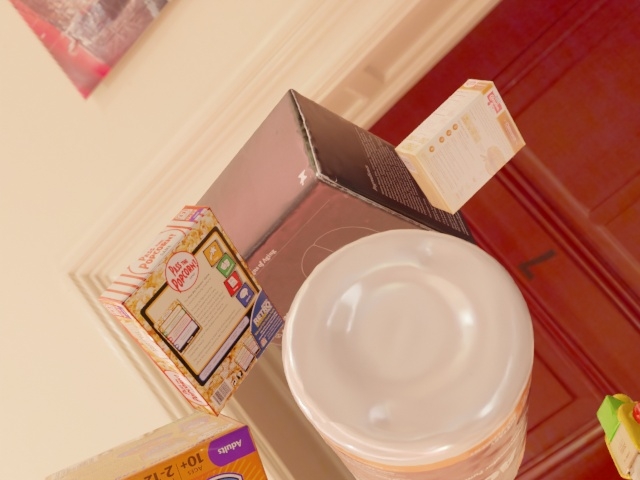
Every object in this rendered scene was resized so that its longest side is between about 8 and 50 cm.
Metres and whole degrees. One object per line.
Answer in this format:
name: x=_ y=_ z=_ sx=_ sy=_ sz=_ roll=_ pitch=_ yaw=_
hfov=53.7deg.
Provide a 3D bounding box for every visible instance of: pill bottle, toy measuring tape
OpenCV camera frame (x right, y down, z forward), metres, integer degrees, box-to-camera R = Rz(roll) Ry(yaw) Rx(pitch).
pill bottle: x=0.115 y=0.180 z=0.705 sx=0.224 sy=0.224 sz=0.392 roll=61 pitch=177 yaw=36
toy measuring tape: x=0.528 y=0.349 z=0.984 sx=0.121 sy=0.121 sz=0.330 roll=44 pitch=-160 yaw=-11

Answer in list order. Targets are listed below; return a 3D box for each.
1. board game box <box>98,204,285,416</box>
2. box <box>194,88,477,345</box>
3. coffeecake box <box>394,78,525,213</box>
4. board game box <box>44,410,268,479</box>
board game box: x=-0.133 y=0.080 z=0.711 sx=0.146 sy=0.045 sz=0.193 roll=-53 pitch=-49 yaw=-33
box: x=0.000 y=0.000 z=1.445 sx=0.472 sy=0.480 sz=0.297 roll=21 pitch=-143 yaw=-37
coffeecake box: x=0.244 y=-0.163 z=1.094 sx=0.142 sy=0.185 sz=0.068 roll=51 pitch=172 yaw=-30
board game box: x=-0.280 y=0.559 z=1.172 sx=0.356 sy=0.357 sz=0.356 roll=-24 pitch=85 yaw=67
